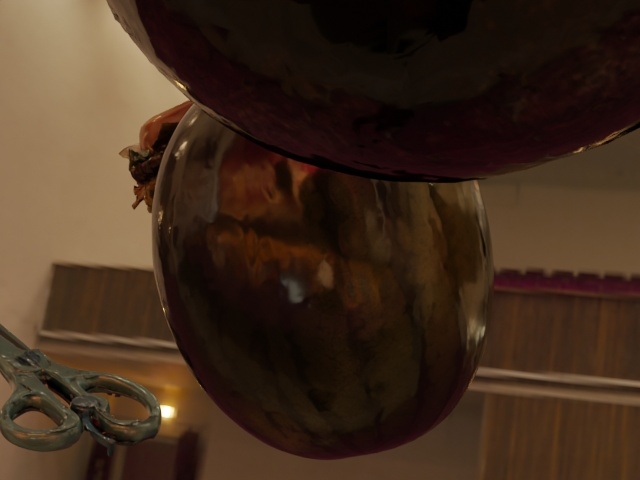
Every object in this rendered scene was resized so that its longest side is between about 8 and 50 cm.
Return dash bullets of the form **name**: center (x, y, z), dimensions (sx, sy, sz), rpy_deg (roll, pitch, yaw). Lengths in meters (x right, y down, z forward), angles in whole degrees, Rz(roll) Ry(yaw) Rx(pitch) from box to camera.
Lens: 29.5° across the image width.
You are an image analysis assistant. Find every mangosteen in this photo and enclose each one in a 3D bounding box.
- **mangosteen**: center (0.040, -0.179, 0.482), dimensions (0.330, 0.330, 0.330), rpy_deg (8, -16, 2)

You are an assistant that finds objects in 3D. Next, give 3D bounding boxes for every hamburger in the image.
- **hamburger**: center (-0.077, -0.092, 1.252), dimensions (0.262, 0.138, 0.243), rpy_deg (-23, 6, -18)

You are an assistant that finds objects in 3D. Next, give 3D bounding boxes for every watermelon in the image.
- **watermelon**: center (0.000, 0.000, 1.009), dimensions (0.279, 0.359, 0.279), rpy_deg (-9, -4, -1)

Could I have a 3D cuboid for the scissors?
- **scissors**: center (-0.331, 0.152, 1.418), dimensions (0.180, 0.032, 0.393), rpy_deg (-5, 21, -37)
